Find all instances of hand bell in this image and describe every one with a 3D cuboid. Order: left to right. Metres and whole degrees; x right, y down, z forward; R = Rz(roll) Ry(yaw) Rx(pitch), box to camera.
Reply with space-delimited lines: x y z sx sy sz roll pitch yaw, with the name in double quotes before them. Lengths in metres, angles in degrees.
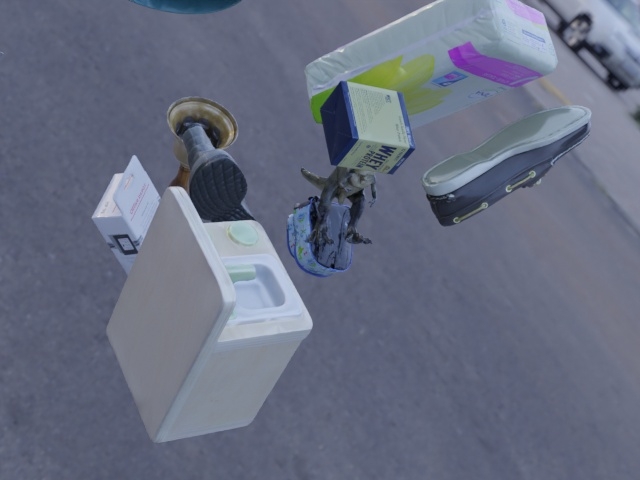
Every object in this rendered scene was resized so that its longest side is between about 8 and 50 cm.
"hand bell" -0.242 -0.129 1.997 0.126 0.242 0.126 13 49 -15

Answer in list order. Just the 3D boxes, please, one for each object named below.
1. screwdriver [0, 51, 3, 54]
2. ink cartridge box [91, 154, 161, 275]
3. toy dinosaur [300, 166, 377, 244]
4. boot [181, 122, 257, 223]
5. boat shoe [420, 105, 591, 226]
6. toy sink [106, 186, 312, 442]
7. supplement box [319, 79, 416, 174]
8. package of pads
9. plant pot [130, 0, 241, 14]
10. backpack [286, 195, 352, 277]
"screwdriver" -0.455 -0.231 1.311 0.170 0.025 0.024 5 77 -42
"ink cartridge box" -0.296 -0.036 1.762 0.104 0.060 0.180 -72 149 -42
"toy dinosaur" 0.026 -0.054 1.465 0.064 0.118 0.268 7 -6 -20
"boot" -0.170 -0.108 1.639 0.161 0.083 0.246 62 -6 21
"boat shoe" 0.233 -0.093 1.364 0.068 0.228 0.081 68 -7 -26
"toy sink" -0.107 0.071 1.138 0.131 0.234 0.153 -5 50 -35
"supplement box" 0.053 -0.129 1.281 0.083 0.056 0.083 7 57 -27
"package of pads" 0.157 -0.242 1.550 0.229 0.296 0.101 1 72 -59
"plant pot" -0.230 -0.543 1.783 0.293 0.293 0.235 28 62 -40
"backpack" 0.000 0.000 1.783 0.105 0.084 0.114 15 66 -37
